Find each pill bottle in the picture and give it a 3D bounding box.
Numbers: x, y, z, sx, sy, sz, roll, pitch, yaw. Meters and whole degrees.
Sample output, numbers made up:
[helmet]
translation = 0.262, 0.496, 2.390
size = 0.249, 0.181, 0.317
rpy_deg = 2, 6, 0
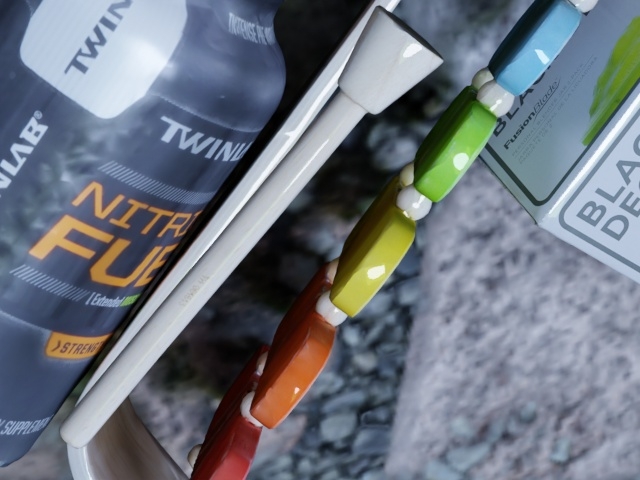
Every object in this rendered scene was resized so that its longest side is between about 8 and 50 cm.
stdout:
[pill bottle]
translation = -0.101, -0.043, 0.748
size = 0.130, 0.130, 0.245
rpy_deg = 28, 107, -30

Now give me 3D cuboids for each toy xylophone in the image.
[toy xylophone]
translation = 0.000, 0.000, 0.764
size = 0.081, 0.236, 0.322
rpy_deg = 37, 107, -4

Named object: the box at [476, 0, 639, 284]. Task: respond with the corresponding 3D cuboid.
[box]
translation = 0.229, -0.030, 0.898
size = 0.290, 0.087, 0.169
rpy_deg = 30, 106, -30
